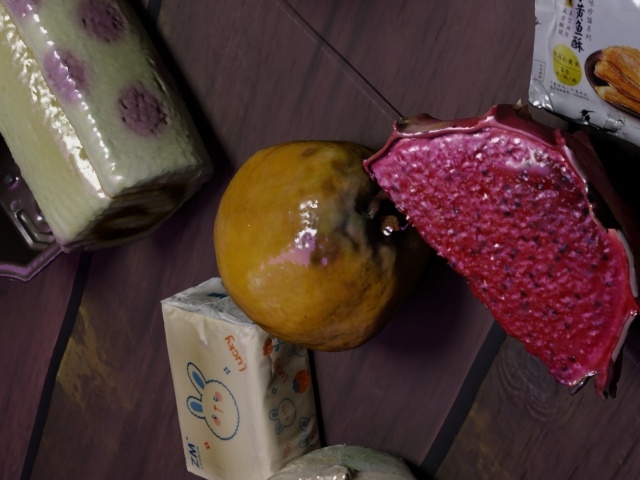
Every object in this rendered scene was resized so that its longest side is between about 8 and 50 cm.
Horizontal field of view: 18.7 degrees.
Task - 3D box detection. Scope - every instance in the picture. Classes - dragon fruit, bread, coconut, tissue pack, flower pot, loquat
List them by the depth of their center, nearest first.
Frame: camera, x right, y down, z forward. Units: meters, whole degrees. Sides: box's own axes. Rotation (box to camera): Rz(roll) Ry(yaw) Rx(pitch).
[{"bbox_3d":[0.186,-0.024,1.510,0.274,0.126,0.161,48,135,1],"label":"dragon fruit"},{"bbox_3d":[0.000,0.000,1.710,0.234,0.176,0.187,-12,116,56],"label":"loquat"},{"bbox_3d":[0.023,0.279,1.819,0.194,0.194,0.194,27,128,41],"label":"coconut"},{"bbox_3d":[-0.250,-0.168,1.935,0.187,0.155,0.338,-40,74,44],"label":"bread"},{"bbox_3d":[-0.078,0.150,1.943,0.148,0.092,0.196,13,119,46],"label":"tissue pack"},{"bbox_3d":[-0.326,-0.087,2.092,0.179,0.084,0.251,-40,77,18],"label":"flower pot"}]

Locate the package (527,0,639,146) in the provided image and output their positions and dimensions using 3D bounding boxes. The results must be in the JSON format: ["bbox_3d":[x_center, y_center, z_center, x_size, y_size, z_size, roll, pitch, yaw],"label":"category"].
[{"bbox_3d":[0.226,-0.156,1.460,0.171,0.027,0.173,26,128,42],"label":"package"}]
